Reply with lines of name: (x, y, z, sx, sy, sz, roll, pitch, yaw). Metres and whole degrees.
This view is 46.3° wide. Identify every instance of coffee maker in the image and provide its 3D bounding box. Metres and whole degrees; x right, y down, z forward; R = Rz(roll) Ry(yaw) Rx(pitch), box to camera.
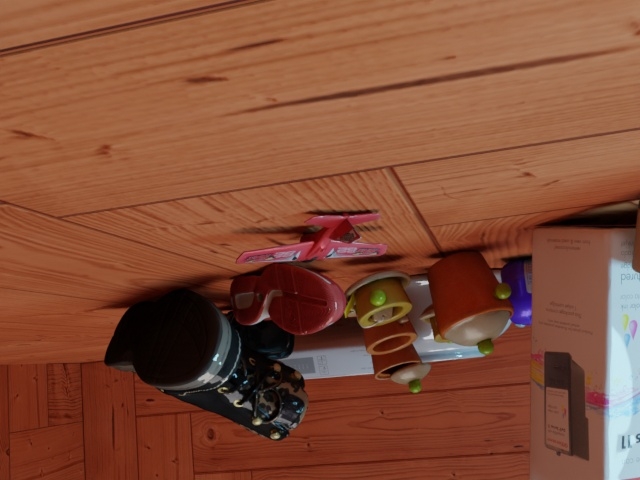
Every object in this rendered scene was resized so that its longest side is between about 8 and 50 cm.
coffee maker: (-0.114, 0.162, 1.362, 0.171, 0.120, 0.178, -26, -178, -28)

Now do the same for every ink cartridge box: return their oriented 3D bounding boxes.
ink cartridge box: (0.335, 0.161, 0.786, 0.207, 0.353, 0.119, -1, -177, -24)
ink cartridge box: (0.080, 0.202, 1.527, 0.296, 0.066, 0.261, -8, -171, 17)

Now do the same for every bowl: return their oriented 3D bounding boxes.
bowl: (0.197, 0.135, 1.257, 0.297, 0.134, 0.298, -5, 170, -1)

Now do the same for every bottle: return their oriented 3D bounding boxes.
bottle: (0.396, 0.056, 1.022, 0.282, 0.092, 0.118, -9, 167, 21)

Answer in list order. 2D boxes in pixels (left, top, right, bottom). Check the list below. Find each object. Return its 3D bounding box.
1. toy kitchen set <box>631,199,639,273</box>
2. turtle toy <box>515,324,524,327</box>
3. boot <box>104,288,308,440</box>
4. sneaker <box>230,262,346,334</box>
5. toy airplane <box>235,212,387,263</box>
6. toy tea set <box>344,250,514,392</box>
toy kitchen set: (0.388, -0.020, 0.620, 0.166, 0.122, 0.207, -1, -171, -25)
turtle toy: (0.378, 0.107, 1.326, 0.095, 0.066, 0.130, -13, 147, -46)
boot: (-0.137, 0.196, 1.105, 0.284, 0.138, 0.377, 31, 157, -26)
sneaker: (-0.010, 0.062, 0.930, 0.128, 0.087, 0.221, -9, -174, -35)
toy airplane: (0.000, 0.000, 0.671, 0.151, 0.028, 0.151, -7, 171, -1)
toy tea set: (0.147, 0.135, 1.007, 0.200, 0.124, 0.336, -17, 155, 0)
